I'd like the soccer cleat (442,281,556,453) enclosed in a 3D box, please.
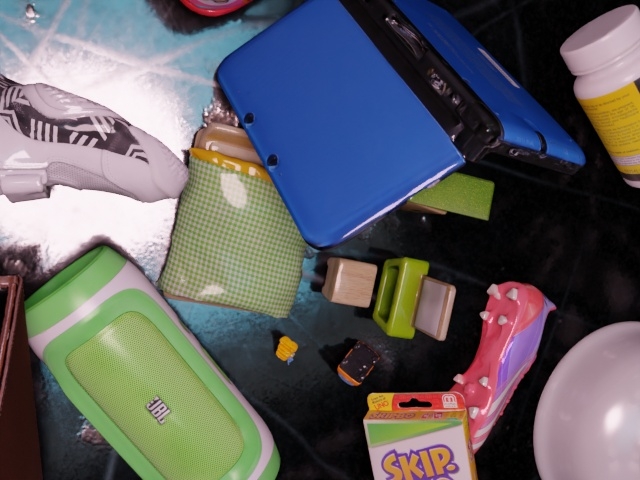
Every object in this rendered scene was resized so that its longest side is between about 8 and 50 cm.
[{"bbox_3d":[0.226,0.172,0.862,0.095,0.083,0.248,23,86,-25],"label":"soccer cleat"}]

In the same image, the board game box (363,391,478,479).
[{"bbox_3d":[0.132,0.311,0.832,0.124,0.039,0.259,-7,99,23],"label":"board game box"}]

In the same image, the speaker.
[{"bbox_3d":[-0.169,0.152,0.695,0.131,0.131,0.296,-39,107,-11],"label":"speaker"}]

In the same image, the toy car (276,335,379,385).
[{"bbox_3d":[0.007,0.138,0.812,0.122,0.060,0.040,25,132,-4],"label":"toy car"}]

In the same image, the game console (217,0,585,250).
[{"bbox_3d":[0.074,-0.132,0.696,0.250,0.293,0.173,7,132,-40],"label":"game console"}]

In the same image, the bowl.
[{"bbox_3d":[0.453,0.268,0.922,0.298,0.134,0.297,-2,96,-19],"label":"bowl"}]

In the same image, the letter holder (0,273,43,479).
[{"bbox_3d":[-0.317,0.213,0.549,0.152,0.214,0.301,-3,121,-19],"label":"letter holder"}]

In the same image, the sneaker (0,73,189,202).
[{"bbox_3d":[-0.320,-0.055,0.617,0.366,0.137,0.210,20,91,-16],"label":"sneaker"}]

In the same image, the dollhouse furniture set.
[{"bbox_3d":[0.000,0.000,0.721,0.302,0.151,0.197,11,92,-20],"label":"dollhouse furniture set"}]

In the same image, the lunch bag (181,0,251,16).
[{"bbox_3d":[-0.054,-0.368,0.662,0.293,0.120,0.258,-37,99,-7],"label":"lunch bag"}]

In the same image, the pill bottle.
[{"bbox_3d":[0.399,-0.181,0.858,0.119,0.119,0.208,-41,107,-11],"label":"pill bottle"}]
